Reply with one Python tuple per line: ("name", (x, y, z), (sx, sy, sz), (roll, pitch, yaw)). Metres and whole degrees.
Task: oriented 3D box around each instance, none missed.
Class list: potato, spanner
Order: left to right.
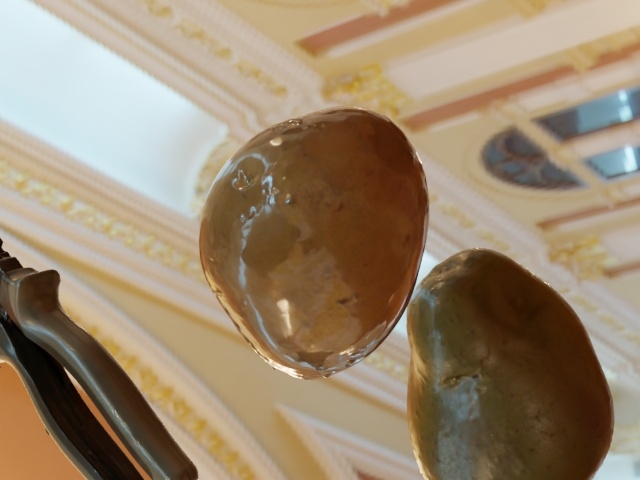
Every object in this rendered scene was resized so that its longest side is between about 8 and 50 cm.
("spanner", (-0.199, 0.080, 1.019), (0.040, 0.095, 0.325), (-17, -123, -45))
("potato", (0.001, -0.001, 0.673), (0.112, 0.147, 0.112), (8, -134, -8))
("potato", (0.126, 0.103, 1.018), (0.157, 0.157, 0.194), (-45, -66, -52))
